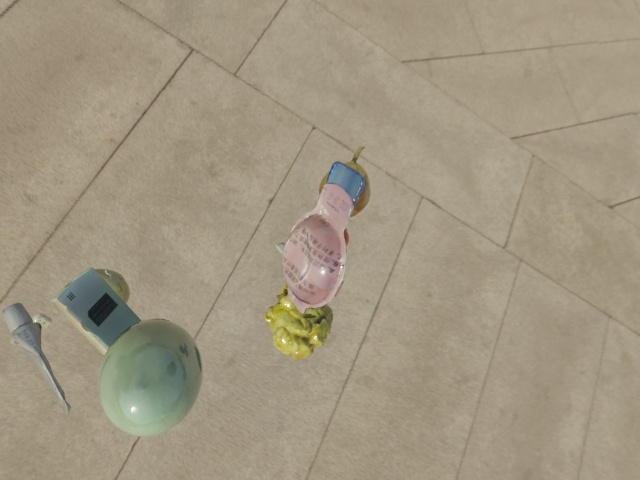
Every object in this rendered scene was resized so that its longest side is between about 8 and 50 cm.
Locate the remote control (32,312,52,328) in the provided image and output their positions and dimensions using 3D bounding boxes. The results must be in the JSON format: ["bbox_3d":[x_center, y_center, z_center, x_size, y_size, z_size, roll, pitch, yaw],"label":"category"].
[{"bbox_3d":[-1.053,0.314,1.598,0.122,0.074,0.032,-32,57,-16],"label":"remote control"}]

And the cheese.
[{"bbox_3d":[0.000,0.000,0.795,0.074,0.189,0.286,6,113,-40],"label":"cheese"}]

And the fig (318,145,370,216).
[{"bbox_3d":[0.093,-0.196,1.335,0.159,0.159,0.257,28,60,-11],"label":"fig"}]

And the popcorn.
[{"bbox_3d":[-0.078,0.287,1.619,0.252,0.215,0.286,20,45,4],"label":"popcorn"}]

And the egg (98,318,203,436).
[{"bbox_3d":[-0.350,0.277,0.914,0.202,0.283,0.203,-5,113,-13],"label":"egg"}]

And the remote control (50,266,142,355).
[{"bbox_3d":[-0.591,0.246,1.247,0.344,0.050,0.145,59,30,-23],"label":"remote control"}]

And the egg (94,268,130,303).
[{"bbox_3d":[-0.837,0.191,1.686,0.201,0.164,0.164,42,63,-40],"label":"egg"}]

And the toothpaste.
[{"bbox_3d":[-0.643,0.271,1.000,0.068,0.099,0.283,-30,83,-10],"label":"toothpaste"}]

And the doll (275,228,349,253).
[{"bbox_3d":[0.001,0.007,1.236,0.217,0.183,0.085,-27,132,-26],"label":"doll"}]
